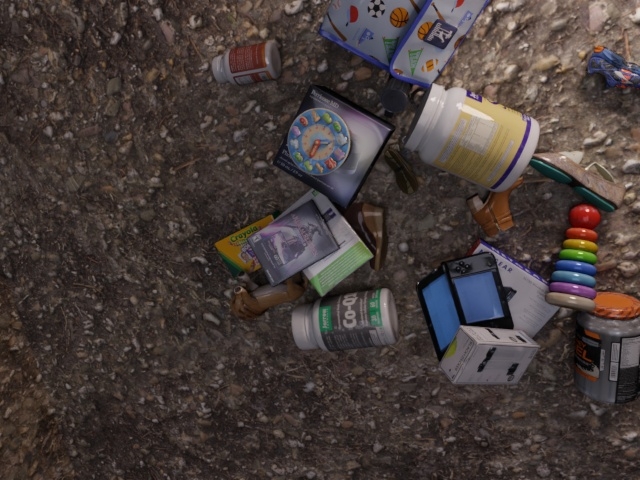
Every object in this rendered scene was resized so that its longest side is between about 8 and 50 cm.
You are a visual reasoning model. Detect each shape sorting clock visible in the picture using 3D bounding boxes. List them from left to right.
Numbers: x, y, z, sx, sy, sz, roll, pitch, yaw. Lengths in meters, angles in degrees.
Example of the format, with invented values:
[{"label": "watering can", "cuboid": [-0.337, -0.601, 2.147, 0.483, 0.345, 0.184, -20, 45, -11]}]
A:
[{"label": "shape sorting clock", "cuboid": [-0.008, -0.306, 1.459, 0.206, 0.040, 0.206, 4, 106, 15]}]

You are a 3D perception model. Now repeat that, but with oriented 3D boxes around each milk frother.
[{"label": "milk frother", "cuboid": [0.273, -0.454, 1.479, 0.143, 0.134, 0.129, 9, 139, 16]}]

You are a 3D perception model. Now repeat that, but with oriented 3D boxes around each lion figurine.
[{"label": "lion figurine", "cuboid": [-0.182, 0.199, 1.792, 0.392, 0.142, 0.240, -11, 137, 11]}]

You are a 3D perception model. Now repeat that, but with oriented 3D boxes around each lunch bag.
[{"label": "lunch bag", "cuboid": [0.236, -0.654, 1.317, 0.385, 0.239, 0.328, 26, 127, -10]}]

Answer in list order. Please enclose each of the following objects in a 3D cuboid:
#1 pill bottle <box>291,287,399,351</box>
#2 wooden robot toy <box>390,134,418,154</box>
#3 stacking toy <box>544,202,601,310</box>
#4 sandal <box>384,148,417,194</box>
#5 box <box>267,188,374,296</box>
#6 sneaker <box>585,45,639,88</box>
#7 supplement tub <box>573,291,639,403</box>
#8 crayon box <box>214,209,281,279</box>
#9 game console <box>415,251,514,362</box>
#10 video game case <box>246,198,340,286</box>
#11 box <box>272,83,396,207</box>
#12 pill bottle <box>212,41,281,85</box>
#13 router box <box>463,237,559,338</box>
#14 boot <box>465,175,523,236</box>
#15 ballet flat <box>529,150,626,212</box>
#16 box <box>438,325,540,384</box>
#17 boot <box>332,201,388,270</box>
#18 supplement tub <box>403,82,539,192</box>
[{"label": "pill bottle", "cuboid": [0.091, 0.297, 1.713, 0.361, 0.204, 0.204, -12, 102, 18]}, {"label": "wooden robot toy", "cuboid": [0.314, -0.316, 1.539, 0.173, 0.079, 0.076, 3, 107, 14]}, {"label": "stacking toy", "cuboid": [0.799, 0.046, 1.455, 0.141, 0.141, 0.330, 12, 83, 12]}, {"label": "sandal", "cuboid": [0.278, -0.239, 1.585, 0.072, 0.049, 0.180, -17, 114, 44]}, {"label": "box", "cuboid": [0.000, 0.000, 1.638, 0.232, 0.058, 0.322, -38, 80, 9]}, {"label": "sneaker", "cuboid": [0.869, -0.472, 1.348, 0.221, 0.083, 0.087, 36, 125, 9]}, {"label": "supplement tub", "cuboid": [0.924, 0.338, 1.499, 0.194, 0.193, 0.316, -1, 105, 16]}, {"label": "crayon box", "cuboid": [-0.245, 0.018, 1.791, 0.278, 0.081, 0.165, -25, 98, 20]}, {"label": "game console", "cuboid": [0.471, 0.216, 1.511, 0.250, 0.173, 0.293, -16, 101, 20]}, {"label": "video game case", "cuboid": [-0.097, 0.011, 1.618, 0.274, 0.026, 0.196, -31, 82, 12]}, {"label": "box", "cuboid": [0.046, -0.317, 1.561, 0.296, 0.183, 0.294, 31, 110, 5]}, {"label": "pill bottle", "cuboid": [-0.251, -0.596, 1.592, 0.216, 0.121, 0.121, -3, 105, 16]}, {"label": "router box", "cuboid": [0.597, 0.205, 1.610, 0.335, 0.082, 0.301, 33, 112, 5]}, {"label": "boot", "cuboid": [0.595, -0.112, 1.528, 0.197, 0.073, 0.152, -30, 96, 32]}, {"label": "ballet flat", "cuboid": [0.791, -0.208, 1.439, 0.316, 0.107, 0.106, 32, 92, -1]}, {"label": "box", "cuboid": [0.541, 0.369, 1.497, 0.290, 0.087, 0.169, 8, 114, -27]}, {"label": "boot", "cuboid": [0.133, -0.018, 1.691, 0.207, 0.090, 0.248, 7, 109, 26]}, {"label": "supplement tub", "cuboid": [0.441, -0.309, 1.400, 0.331, 0.241, 0.241, 23, 111, -1]}]
